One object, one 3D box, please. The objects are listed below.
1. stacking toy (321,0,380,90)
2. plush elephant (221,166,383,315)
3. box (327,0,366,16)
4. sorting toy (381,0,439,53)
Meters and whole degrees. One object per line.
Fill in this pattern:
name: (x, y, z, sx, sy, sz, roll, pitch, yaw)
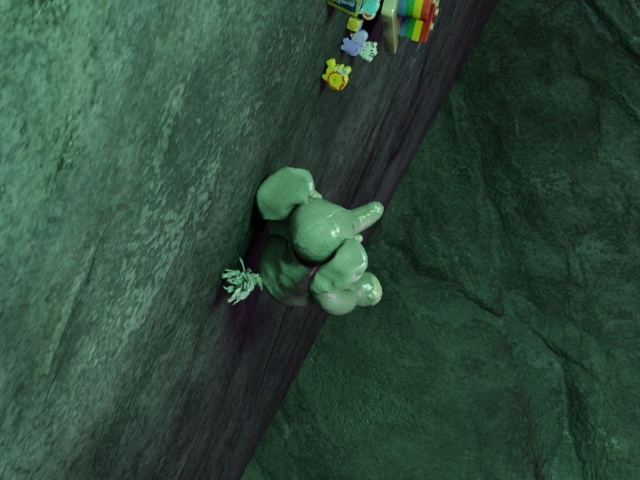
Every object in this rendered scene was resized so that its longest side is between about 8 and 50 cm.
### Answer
stacking toy: (0.079, -0.407, 1.928, 0.167, 0.052, 0.221, -52, 163, -54)
plush elephant: (0.000, 0.000, 1.893, 0.330, 0.271, 0.255, -20, 166, -43)
box: (0.075, -0.463, 1.742, 0.169, 0.059, 0.054, -60, 172, -24)
sorting toy: (0.199, -0.515, 2.027, 0.257, 0.089, 0.255, 48, 58, -82)
